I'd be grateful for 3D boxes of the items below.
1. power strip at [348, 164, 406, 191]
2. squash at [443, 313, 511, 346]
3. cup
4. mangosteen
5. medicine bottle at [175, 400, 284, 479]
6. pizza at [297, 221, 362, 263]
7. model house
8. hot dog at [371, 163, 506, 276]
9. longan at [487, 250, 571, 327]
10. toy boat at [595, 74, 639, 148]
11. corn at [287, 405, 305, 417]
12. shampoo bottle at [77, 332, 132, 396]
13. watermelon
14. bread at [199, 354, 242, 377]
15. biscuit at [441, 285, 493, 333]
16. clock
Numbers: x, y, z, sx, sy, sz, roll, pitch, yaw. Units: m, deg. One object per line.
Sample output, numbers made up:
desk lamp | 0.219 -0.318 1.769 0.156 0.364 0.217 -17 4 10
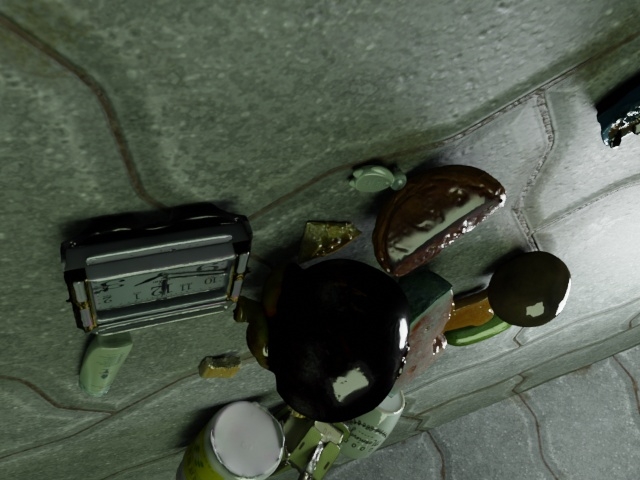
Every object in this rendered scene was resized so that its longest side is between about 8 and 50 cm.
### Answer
power strip | 0.082 -0.093 0.871 0.083 0.035 0.055 2 146 -14
squash | 0.430 0.226 1.618 0.219 0.077 0.068 -26 160 5
cup | 0.110 0.516 1.842 0.257 0.186 0.234 19 131 -12
mangosteen | -0.005 0.154 1.007 0.302 0.275 0.275 18 151 8
medicine bottle | -0.261 0.606 1.671 0.213 0.214 0.379 -2 146 -32
pizza | 0.000 0.000 0.976 0.122 0.026 0.108 -28 149 15
model house | -0.073 0.625 1.719 0.204 0.279 0.218 37 132 -6
hot dog | 0.179 -0.037 0.952 0.226 0.099 0.160 -31 151 17
longan | 0.467 0.109 1.355 0.167 0.167 0.187 19 111 -51
toy boat | 0.516 -0.208 0.882 0.223 0.097 0.100 -33 153 23
corn | 0.031 0.418 1.673 0.259 0.091 0.091 -12 160 -18
shampoo bottle | -0.382 0.216 1.072 0.072 0.049 0.212 -7 150 -32
watermelon | 0.192 0.181 1.311 0.226 0.148 0.319 -3 128 -37
bread | -0.217 0.273 1.304 0.083 0.035 0.070 2 145 -25
biscuit | 0.297 0.183 1.479 0.301 0.049 0.197 -15 144 -13
clock | -0.220 0.042 0.839 0.253 0.084 0.186 -9 150 -21
